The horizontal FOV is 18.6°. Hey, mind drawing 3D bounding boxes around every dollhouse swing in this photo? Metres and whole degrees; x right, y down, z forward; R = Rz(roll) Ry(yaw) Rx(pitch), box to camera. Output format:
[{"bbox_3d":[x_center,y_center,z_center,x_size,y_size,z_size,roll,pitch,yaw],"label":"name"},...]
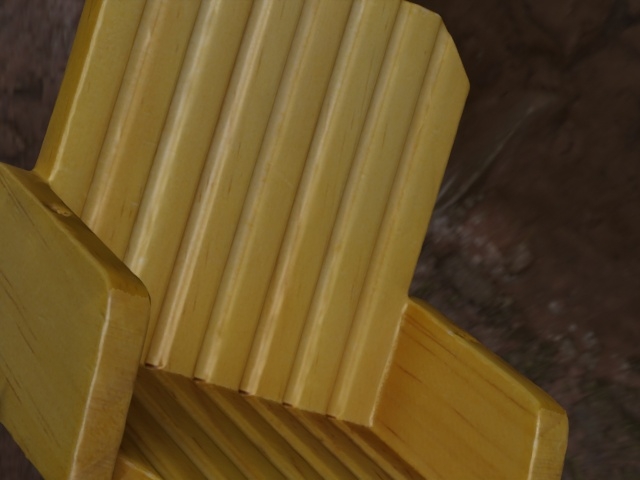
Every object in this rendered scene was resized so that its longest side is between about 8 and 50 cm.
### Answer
[{"bbox_3d":[0.000,0.000,1.201,0.347,0.315,0.305,20,100,-34],"label":"dollhouse swing"}]
